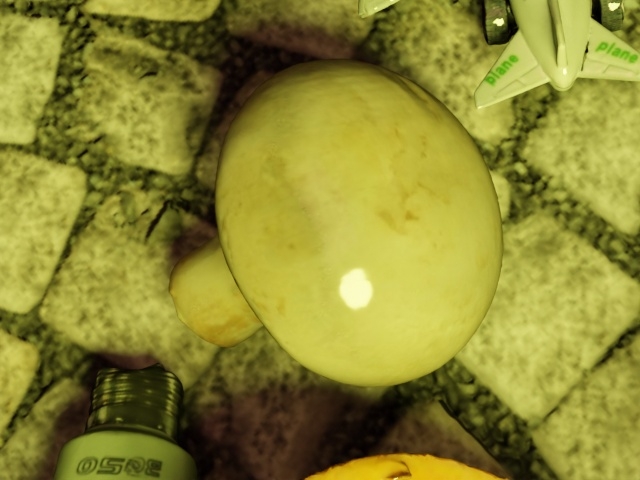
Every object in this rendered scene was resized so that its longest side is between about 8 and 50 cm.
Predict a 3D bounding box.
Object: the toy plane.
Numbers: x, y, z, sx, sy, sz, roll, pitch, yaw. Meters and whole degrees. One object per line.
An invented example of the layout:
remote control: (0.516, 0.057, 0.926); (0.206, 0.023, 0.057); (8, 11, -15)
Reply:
toy plane: (0.149, -0.207, 0.928); (0.251, 0.101, 0.255); (-7, 68, 8)

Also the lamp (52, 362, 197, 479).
lamp: (-0.144, 0.221, 0.808); (0.182, 0.182, 0.314); (-15, 64, 3)

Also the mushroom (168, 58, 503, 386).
mushroom: (0.017, 0.003, 0.857); (0.206, 0.209, 0.206); (15, 40, -13)

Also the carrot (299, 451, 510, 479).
carrot: (0.057, 0.248, 0.717); (0.307, 0.100, 0.258); (12, 63, -20)
